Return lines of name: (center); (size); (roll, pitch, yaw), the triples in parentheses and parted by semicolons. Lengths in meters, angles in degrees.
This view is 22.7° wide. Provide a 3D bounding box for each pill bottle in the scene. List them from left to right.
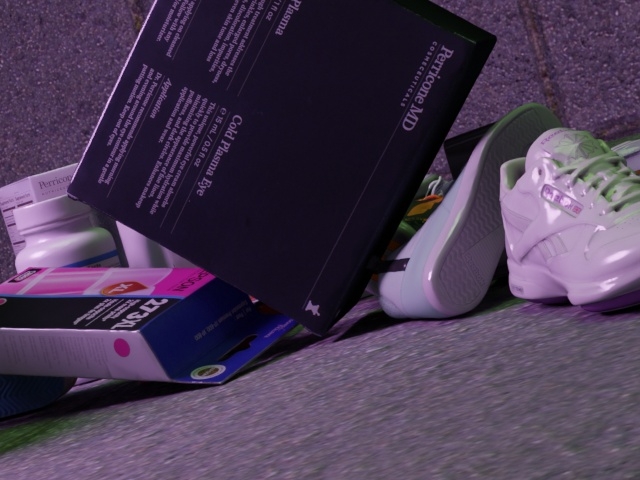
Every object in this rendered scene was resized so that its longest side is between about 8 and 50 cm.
pill bottle: (-0.297, 0.056, 1.936); (0.124, 0.221, 0.124); (-16, 3, 1)

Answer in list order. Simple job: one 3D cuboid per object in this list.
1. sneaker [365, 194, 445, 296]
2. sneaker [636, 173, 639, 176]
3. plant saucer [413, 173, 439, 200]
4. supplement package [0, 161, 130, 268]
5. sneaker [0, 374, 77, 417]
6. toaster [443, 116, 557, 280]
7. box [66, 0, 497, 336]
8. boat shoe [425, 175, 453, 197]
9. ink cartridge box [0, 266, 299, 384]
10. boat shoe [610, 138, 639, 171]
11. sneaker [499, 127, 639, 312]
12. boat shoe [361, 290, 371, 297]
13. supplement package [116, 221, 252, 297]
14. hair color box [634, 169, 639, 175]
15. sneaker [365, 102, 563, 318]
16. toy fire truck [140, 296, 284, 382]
sneaker: (0.066, -0.016, 1.896); (0.180, 0.124, 0.321); (-8, 30, -43)
sneaker: (0.376, -0.041, 1.474); (0.226, 0.086, 0.163); (-18, 6, -4)
plant saucer: (0.000, 0.000, 2.419); (0.400, 0.100, 0.400); (-18, 4, 1)
supplement package: (-0.315, 0.017, 2.292); (0.199, 0.263, 0.198); (-19, 4, -24)
sneaker: (-0.382, 0.166, 1.807); (0.228, 0.087, 0.092); (-7, 3, 12)
toaster: (0.216, -0.049, 1.717); (0.110, 0.168, 0.185); (-18, 2, 15)
box: (-0.038, -0.131, 1.668); (0.343, 0.312, 0.179); (-62, -8, 14)
boat shoe: (0.203, -0.050, 2.278); (0.116, 0.099, 0.319); (-17, 3, 2)
ink cartridge box: (-0.217, 0.087, 1.690); (0.371, 0.069, 0.176); (2, 21, 30)
boat shoe: (0.471, -0.108, 2.128); (0.227, 0.079, 0.081); (-14, -1, -9)
sneaker: (0.226, -0.021, 1.337); (0.114, 0.152, 0.305); (-15, 4, -21)
boat shoe: (0.018, 0.038, 1.953); (0.228, 0.076, 0.080); (-18, 4, -26)
supplement package: (-0.087, 0.008, 2.079); (0.293, 0.177, 0.175); (-17, 3, -25)
hair color box: (0.375, -0.049, 1.723); (0.141, 0.072, 0.043); (-18, 4, -40)
sneaker: (0.141, -0.029, 1.606); (0.256, 0.094, 0.151); (-56, 18, -24)
toy fire truck: (-0.123, 0.105, 1.796); (0.135, 0.047, 0.192); (-15, 4, 15)
